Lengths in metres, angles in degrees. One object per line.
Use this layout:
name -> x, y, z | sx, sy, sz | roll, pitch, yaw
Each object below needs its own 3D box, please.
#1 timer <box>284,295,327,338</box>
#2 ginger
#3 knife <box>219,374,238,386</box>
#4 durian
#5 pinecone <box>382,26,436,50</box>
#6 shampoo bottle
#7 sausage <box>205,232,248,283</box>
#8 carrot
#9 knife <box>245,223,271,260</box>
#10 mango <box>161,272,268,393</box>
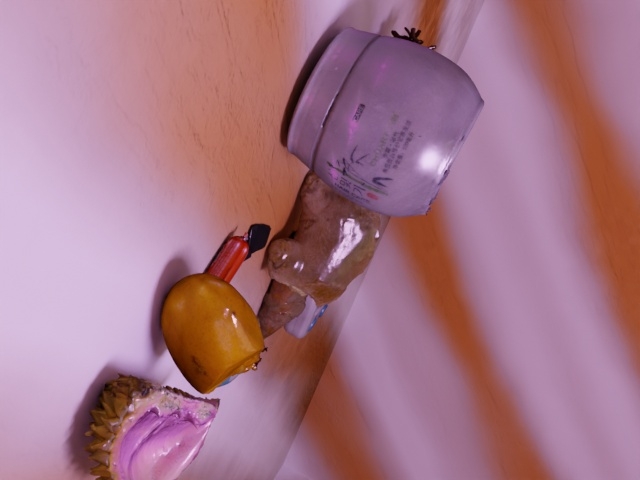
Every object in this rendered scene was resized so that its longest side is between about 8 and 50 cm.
timer -> -0.006, 0.103, 2.250 | 0.262, 0.087, 0.237 | -53, 167, -50
ginger -> 0.000, 0.000, 1.789 | 0.130, 0.221, 0.276 | -149, -124, -68
knife -> -0.200, 0.263, 1.818 | 0.064, 0.031, 0.222 | -60, 167, 4
durian -> -0.262, 0.275, 1.309 | 0.191, 0.112, 0.341 | -53, 162, -3
pinecone -> 0.159, -0.328, 1.764 | 0.163, 0.162, 0.165 | -27, 132, -74
shampoo bottle -> 0.102, -0.189, 1.474 | 0.273, 0.266, 0.273 | -62, 173, -14
sausage -> -0.153, 0.044, 1.433 | 0.050, 0.048, 0.145 | 51, 59, -37
carrot -> -0.070, 0.107, 1.947 | 0.263, 0.102, 0.102 | -61, 172, 21
knife -> -0.116, 0.000, 1.582 | 0.230, 0.028, 0.060 | -34, 137, -75
mango -> -0.155, 0.130, 1.305 | 0.126, 0.154, 0.252 | -35, 154, -20
